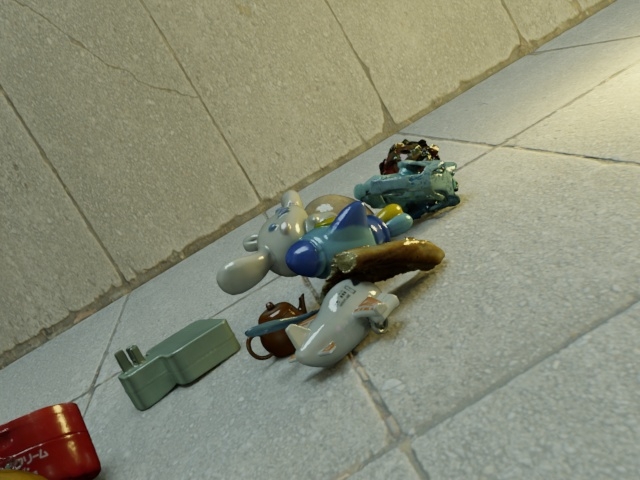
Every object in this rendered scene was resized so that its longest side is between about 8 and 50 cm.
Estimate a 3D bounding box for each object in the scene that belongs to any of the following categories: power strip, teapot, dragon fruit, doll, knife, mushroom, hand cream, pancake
[{"bbox_3d":[-0.350,0.263,2.060,0.261,0.141,0.229,-33,10,-25],"label":"power strip"},{"bbox_3d":[-0.085,0.176,1.813,0.173,0.116,0.116,-37,13,-26],"label":"teapot"},{"bbox_3d":[0.250,-0.190,2.394,0.182,0.182,0.189,-31,-29,-3],"label":"dragon fruit"},{"bbox_3d":[-0.002,-0.006,1.915,0.365,0.187,0.376,1,48,22],"label":"doll"},{"bbox_3d":[-0.022,0.147,1.740,0.313,0.019,0.044,-10,-27,-43],"label":"knife"},{"bbox_3d":[0.039,-0.009,2.176,0.204,0.204,0.204,-29,11,6],"label":"mushroom"},{"bbox_3d":[-0.541,0.419,1.674,0.230,0.149,0.230,-24,-12,-5],"label":"hand cream"},{"bbox_3d":[0.103,0.073,1.754,0.266,0.057,0.244,13,-46,-47],"label":"pancake"}]

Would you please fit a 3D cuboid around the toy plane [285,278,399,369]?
[{"bbox_3d":[0.031,0.148,1.623,0.244,0.117,0.245,-31,11,6],"label":"toy plane"}]

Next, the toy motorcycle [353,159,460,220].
[{"bbox_3d":[0.211,-0.126,2.175,0.260,0.154,0.206,-7,-4,14],"label":"toy motorcycle"}]

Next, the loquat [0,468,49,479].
[{"bbox_3d":[-0.516,0.471,1.456,0.187,0.176,0.234,-43,28,-27],"label":"loquat"}]
